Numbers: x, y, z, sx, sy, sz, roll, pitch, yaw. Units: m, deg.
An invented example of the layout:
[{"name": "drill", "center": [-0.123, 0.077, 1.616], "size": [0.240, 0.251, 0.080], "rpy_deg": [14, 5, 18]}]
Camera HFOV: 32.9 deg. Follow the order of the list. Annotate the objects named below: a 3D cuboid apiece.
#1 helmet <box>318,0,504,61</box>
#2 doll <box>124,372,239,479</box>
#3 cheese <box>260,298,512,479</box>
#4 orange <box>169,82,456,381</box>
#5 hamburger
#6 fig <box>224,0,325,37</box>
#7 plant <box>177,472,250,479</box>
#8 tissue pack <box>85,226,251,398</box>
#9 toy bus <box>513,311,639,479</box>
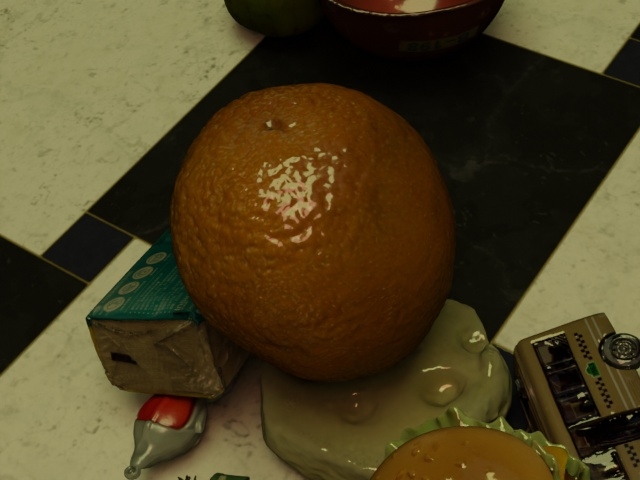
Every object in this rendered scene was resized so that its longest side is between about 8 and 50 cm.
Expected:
[{"name": "helmet", "center": [0.138, -0.418, 1.787], "size": [0.385, 0.230, 0.337], "rpy_deg": [-15, 59, -8]}, {"name": "doll", "center": [-0.185, 0.221, 1.397], "size": [0.102, 0.075, 0.227], "rpy_deg": [3, 39, 28]}, {"name": "cheese", "center": [0.073, 0.175, 1.375], "size": [0.318, 0.115, 0.326], "rpy_deg": [-15, 50, -4]}, {"name": "orange", "center": [0.000, 0.000, 1.226], "size": [0.322, 0.357, 0.322], "rpy_deg": [-16, 44, 16]}, {"name": "hamburger", "center": [0.153, 0.313, 1.112], "size": [0.274, 0.212, 0.274], "rpy_deg": [-14, 65, 31]}, {"name": "fig", "center": [-0.071, -0.471, 1.873], "size": [0.203, 0.225, 0.203], "rpy_deg": [1, 27, 0]}, {"name": "plant", "center": [-0.136, 0.310, 1.334], "size": [0.102, 0.051, 0.051], "rpy_deg": [-3, 49, 19]}, {"name": "tissue pack", "center": [-0.152, 0.076, 1.425], "size": [0.192, 0.134, 0.271], "rpy_deg": [-2, 31, 31]}, {"name": "toy bus", "center": [0.331, 0.237, 1.273], "size": [0.157, 0.139, 0.289], "rpy_deg": [-15, 49, 0]}]
